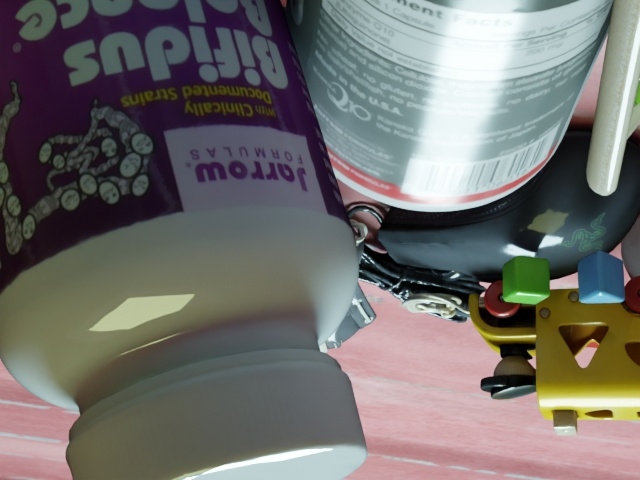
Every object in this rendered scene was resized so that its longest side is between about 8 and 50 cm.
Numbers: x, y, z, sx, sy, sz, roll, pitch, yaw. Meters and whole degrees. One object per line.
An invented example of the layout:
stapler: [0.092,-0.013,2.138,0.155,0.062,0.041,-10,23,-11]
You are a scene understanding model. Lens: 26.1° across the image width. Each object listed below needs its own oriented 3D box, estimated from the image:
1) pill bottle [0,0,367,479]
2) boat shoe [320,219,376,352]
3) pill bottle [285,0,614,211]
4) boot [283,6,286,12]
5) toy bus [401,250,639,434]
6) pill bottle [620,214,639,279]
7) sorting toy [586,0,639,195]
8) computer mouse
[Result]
pill bottle: [-0.079,-0.026,0.637,0.169,0.302,0.169,-15,160,-6]
boat shoe: [0.000,0.000,0.999,0.065,0.075,0.206,-21,136,-9]
pill bottle: [0.067,-0.146,0.634,0.161,0.161,0.283,3,153,-3]
boot: [0.015,-0.056,0.839,0.198,0.137,0.077,9,152,-17]
toy bus: [0.185,0.088,1.012,0.191,0.104,0.202,12,161,-27]
pill bottle: [0.278,0.027,1.074,0.067,0.067,0.120,-10,151,21]
sorting toy: [0.185,-0.137,0.612,0.038,0.208,0.193,30,160,19]
computer mouse: [0.131,0.004,1.028,0.188,0.072,0.272,22,147,-34]
